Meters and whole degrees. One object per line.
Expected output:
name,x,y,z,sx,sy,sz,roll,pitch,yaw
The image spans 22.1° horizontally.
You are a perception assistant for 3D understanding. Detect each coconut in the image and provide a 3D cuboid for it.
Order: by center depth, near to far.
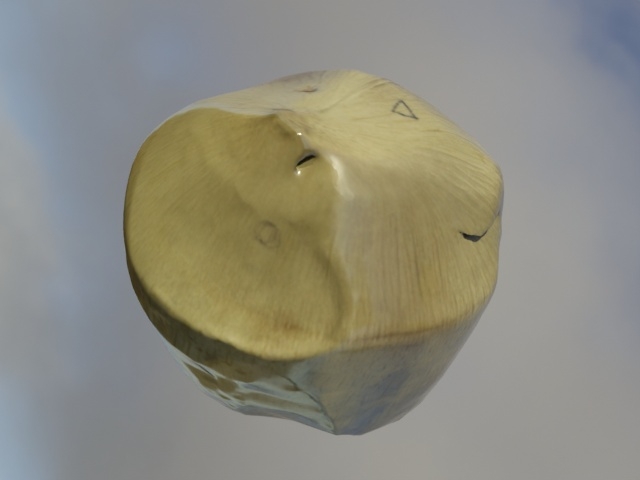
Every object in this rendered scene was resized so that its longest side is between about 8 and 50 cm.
coconut,0.000,0.000,0.891,0.224,0.224,0.224,174,-90,-71
